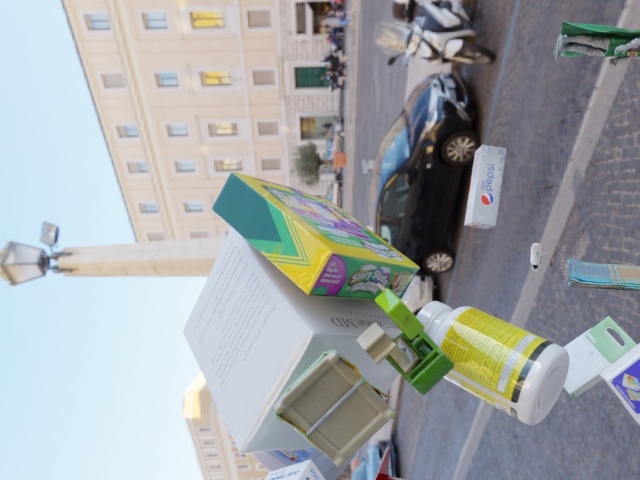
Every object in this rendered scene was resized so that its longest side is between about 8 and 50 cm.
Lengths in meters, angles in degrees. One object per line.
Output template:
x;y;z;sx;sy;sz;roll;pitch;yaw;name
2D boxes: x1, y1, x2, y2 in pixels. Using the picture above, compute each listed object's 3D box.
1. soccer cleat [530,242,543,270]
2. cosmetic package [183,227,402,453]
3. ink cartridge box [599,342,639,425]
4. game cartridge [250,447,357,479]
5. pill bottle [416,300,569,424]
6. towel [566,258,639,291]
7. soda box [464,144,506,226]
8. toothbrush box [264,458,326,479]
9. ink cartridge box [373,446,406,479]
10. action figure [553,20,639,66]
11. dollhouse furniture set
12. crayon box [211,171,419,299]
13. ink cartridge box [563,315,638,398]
0.535;0.041;1.404;0.083;0.029;0.035;73;-147;-43;soccer cleat
-0.061;0.223;1.317;0.393;0.329;0.327;48;116;44;cosmetic package
0.716;0.290;1.158;0.206;0.208;0.045;50;-173;-8;ink cartridge box
-0.075;0.517;1.464;0.198;0.297;0.062;-22;-46;-58;game cartridge
0.384;0.269;1.331;0.334;0.188;0.188;24;127;40;pill bottle
1.026;0.119;1.900;0.271;0.370;0.040;-30;-59;-65;towel
0.591;-0.190;2.036;0.098;0.091;0.286;91;-172;-85;soda box
-0.058;0.556;0.958;0.206;0.122;0.283;56;-145;-6;toothbrush box
0.108;0.493;0.766;0.309;0.130;0.272;-50;-38;-57;ink cartridge box
0.605;-0.394;1.150;0.137;0.232;0.063;21;-104;-74;action figure
0.066;0.246;1.080;0.197;0.301;0.151;48;178;-20;dollhouse furniture set
0.000;0.000;1.223;0.363;0.313;0.106;11;-66;-54;crayon box
0.714;0.309;1.495;0.062;0.209;0.109;39;-165;-48;ink cartridge box
